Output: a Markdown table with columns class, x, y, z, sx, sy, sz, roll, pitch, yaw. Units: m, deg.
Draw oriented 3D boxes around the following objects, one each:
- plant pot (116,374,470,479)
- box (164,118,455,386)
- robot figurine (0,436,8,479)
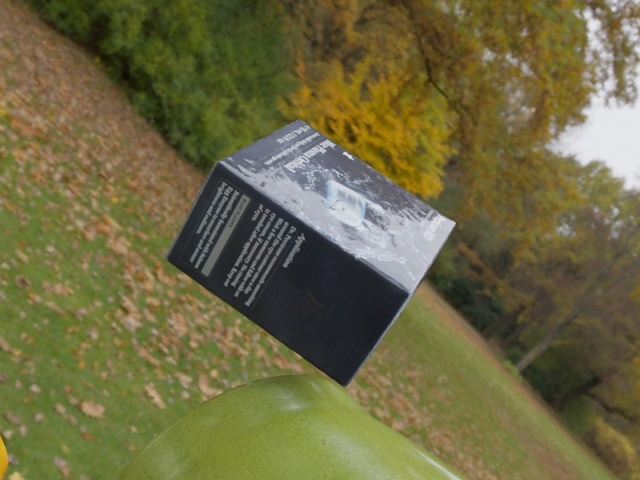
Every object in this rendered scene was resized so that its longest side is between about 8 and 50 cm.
| class | x | y | z | sx | sy | sz | roll | pitch | yaw |
| --- | --- | --- | --- | --- | --- | --- | --- | --- | --- |
| plant pot | 0.019 | 0.288 | 0.536 | 0.353 | 0.366 | 0.366 | 44 | 2 | 42 |
| box | 0.000 | 0.000 | 0.606 | 0.158 | 0.093 | 0.156 | 35 | 27 | 6 |
| robot figurine | -0.164 | 0.048 | 0.205 | 0.211 | 0.085 | 0.290 | -78 | 157 | -69 |
